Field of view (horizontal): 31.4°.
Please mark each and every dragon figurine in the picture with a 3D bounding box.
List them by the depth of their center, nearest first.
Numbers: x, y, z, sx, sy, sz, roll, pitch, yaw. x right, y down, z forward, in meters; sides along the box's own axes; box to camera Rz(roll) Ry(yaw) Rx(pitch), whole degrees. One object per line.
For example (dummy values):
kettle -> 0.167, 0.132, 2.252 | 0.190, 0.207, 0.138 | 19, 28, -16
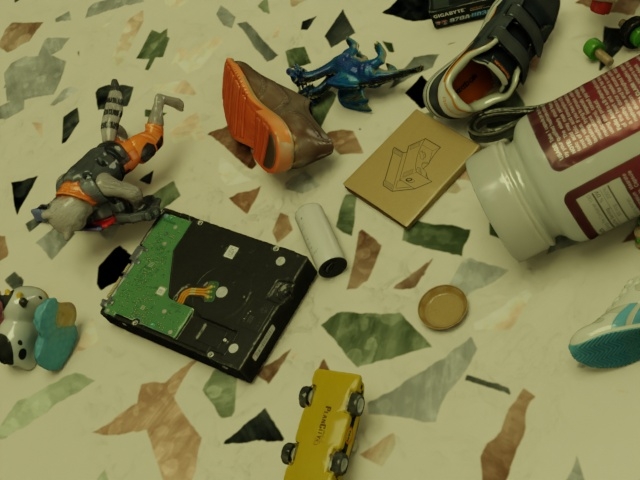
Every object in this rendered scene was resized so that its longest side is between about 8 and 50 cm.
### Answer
dragon figurine -> 0.067, -0.298, 2.136 | 0.289, 0.085, 0.144 | 23, 71, 38

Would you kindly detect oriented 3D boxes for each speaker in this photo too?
speaker -> 0.000, 0.000, 1.983 | 0.055, 0.055, 0.136 | -27, 51, 4

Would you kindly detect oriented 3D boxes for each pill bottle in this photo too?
pill bottle -> 0.441, -0.135, 1.764 | 0.392, 0.224, 0.224 | -28, 51, 16

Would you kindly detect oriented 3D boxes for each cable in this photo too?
cable -> 0.396, -0.228, 1.953 | 0.287, 0.072, 0.139 | 4, 59, 20

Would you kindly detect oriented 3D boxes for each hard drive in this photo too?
hard drive -> -0.202, 0.090, 2.003 | 0.339, 0.064, 0.237 | 18, 66, 31

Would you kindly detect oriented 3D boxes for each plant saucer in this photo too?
plant saucer -> 0.200, 0.111, 1.848 | 0.083, 0.015, 0.083 | -11, 54, 15

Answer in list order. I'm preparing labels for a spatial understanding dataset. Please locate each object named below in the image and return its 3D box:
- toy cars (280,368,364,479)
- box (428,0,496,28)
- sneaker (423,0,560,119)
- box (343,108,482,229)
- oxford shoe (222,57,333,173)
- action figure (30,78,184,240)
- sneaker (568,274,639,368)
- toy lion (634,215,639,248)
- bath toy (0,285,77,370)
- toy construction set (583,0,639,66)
toy cars -> 0.055, 0.374, 1.691 | 0.176, 0.087, 0.394 | -32, 54, 6
box -> 0.298, -0.523, 2.215 | 0.175, 0.051, 0.220 | -9, 54, 17
sneaker -> 0.326, -0.335, 2.011 | 0.321, 0.126, 0.127 | -49, 18, -4
box -> 0.164, -0.129, 2.024 | 0.201, 0.021, 0.164 | -46, 53, -12
oxford shoe -> -0.092, -0.241, 2.171 | 0.132, 0.130, 0.364 | -8, 39, -23
action figure -> -0.442, -0.136, 2.177 | 0.341, 0.178, 0.330 | -6, 43, 31
sneaker -> 0.470, 0.113, 1.695 | 0.228, 0.087, 0.092 | -24, 44, -3
toy lion -> 0.543, -0.025, 1.788 | 0.100, 0.034, 0.096 | 19, 59, 32
bath toy -> -0.619, 0.145, 2.102 | 0.348, 0.129, 0.151 | 4, 60, 26
toy construction set -> 0.521, -0.522, 1.979 | 0.257, 0.309, 0.237 | -27, 46, -7
